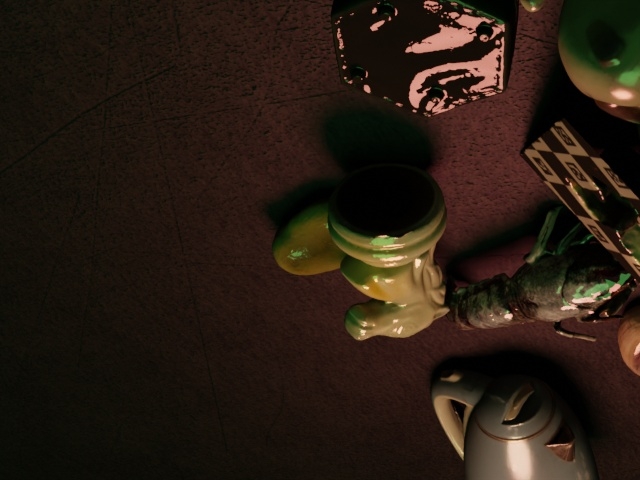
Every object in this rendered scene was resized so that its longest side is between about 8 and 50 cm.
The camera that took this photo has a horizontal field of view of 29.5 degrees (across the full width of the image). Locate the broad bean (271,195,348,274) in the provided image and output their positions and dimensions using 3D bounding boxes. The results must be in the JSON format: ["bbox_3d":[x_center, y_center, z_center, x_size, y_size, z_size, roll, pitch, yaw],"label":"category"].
[{"bbox_3d":[0.000,0.000,1.880,0.124,0.082,0.174,36,139,-30],"label":"broad bean"}]

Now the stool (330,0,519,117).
[{"bbox_3d":[0.125,-0.260,1.423,0.232,0.141,0.232,7,145,5],"label":"stool"}]

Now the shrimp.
[{"bbox_3d":[0.350,0.065,1.828,0.411,0.166,0.221,-22,107,31],"label":"shrimp"}]

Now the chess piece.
[{"bbox_3d":[0.107,0.043,1.804,0.176,0.175,0.298,2,136,12],"label":"chess piece"}]

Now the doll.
[{"bbox_3d":[0.416,-0.201,1.375,0.370,0.226,0.215,38,102,-28],"label":"doll"}]

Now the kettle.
[{"bbox_3d":[0.338,0.366,2.216,0.320,0.247,0.342,19,146,35],"label":"kettle"}]

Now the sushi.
[{"bbox_3d":[0.412,-0.031,1.537,0.339,0.069,0.320,48,178,5],"label":"sushi"}]

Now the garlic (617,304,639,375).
[{"bbox_3d":[0.557,0.172,1.984,0.129,0.090,0.198,-19,133,17],"label":"garlic"}]
